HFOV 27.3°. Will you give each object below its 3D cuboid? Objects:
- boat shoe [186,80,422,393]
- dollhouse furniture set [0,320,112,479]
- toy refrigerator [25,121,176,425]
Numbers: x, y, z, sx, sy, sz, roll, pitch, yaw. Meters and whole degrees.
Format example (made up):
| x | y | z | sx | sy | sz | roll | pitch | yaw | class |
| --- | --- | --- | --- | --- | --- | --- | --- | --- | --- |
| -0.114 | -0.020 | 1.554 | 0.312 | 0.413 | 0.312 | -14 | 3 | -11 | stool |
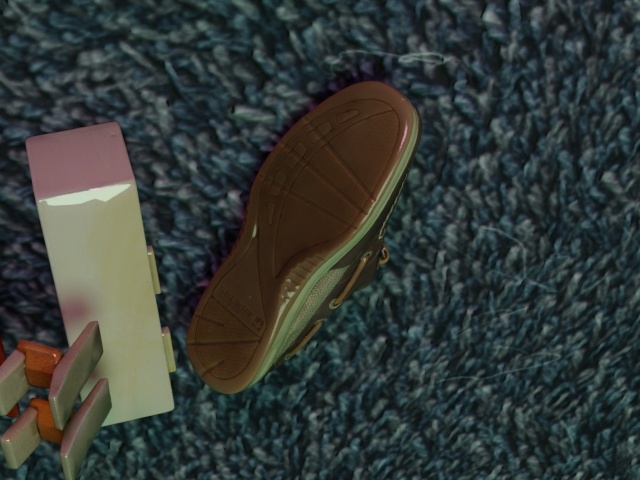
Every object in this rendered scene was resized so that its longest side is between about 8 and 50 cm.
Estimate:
| x | y | z | sx | sy | sz | roll | pitch | yaw | class |
| --- | --- | --- | --- | --- | --- | --- | --- | --- | --- |
| 0.000 | 0.000 | 1.255 | 0.123 | 0.123 | 0.342 | -2 | 127 | -55 | boat shoe |
| -0.315 | 0.060 | 1.123 | 0.262 | 0.135 | 0.259 | 12 | 134 | 13 | dollhouse furniture set |
| -0.195 | 0.035 | 1.206 | 0.094 | 0.102 | 0.269 | -12 | 128 | -11 | toy refrigerator |
